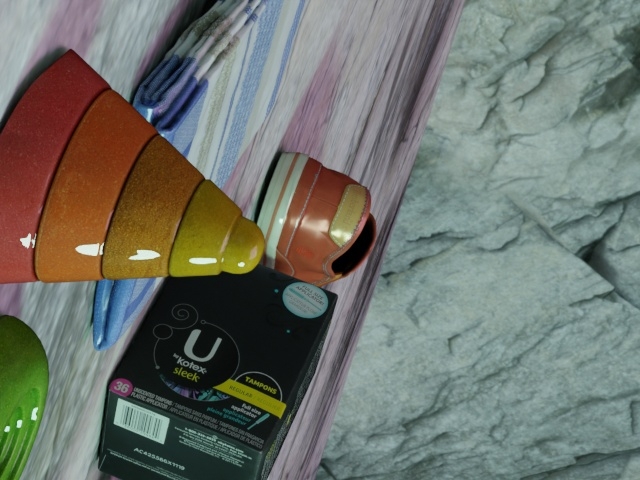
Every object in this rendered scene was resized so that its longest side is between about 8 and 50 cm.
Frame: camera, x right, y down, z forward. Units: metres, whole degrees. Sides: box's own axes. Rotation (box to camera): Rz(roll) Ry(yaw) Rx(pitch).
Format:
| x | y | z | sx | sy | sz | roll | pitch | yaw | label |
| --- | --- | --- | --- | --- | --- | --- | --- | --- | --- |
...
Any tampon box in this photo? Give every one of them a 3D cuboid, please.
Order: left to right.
| x | y | z | sx | sy | sz | roll | pitch | yaw | label |
| --- | --- | --- | --- | --- | --- | --- | --- | --- | --- |
| -0.075 | 0.102 | 1.412 | 0.101 | 0.120 | 0.161 | 105 | 8 | -48 | tampon box |

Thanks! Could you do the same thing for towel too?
| x | y | z | sx | sy | sz | roll | pitch | yaw | label |
| --- | --- | --- | --- | --- | --- | --- | --- | --- | --- |
| -0.071 | -0.086 | 1.244 | 0.285 | 0.034 | 0.209 | -61 | 172 | -46 | towel |

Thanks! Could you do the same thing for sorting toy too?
| x | y | z | sx | sy | sz | roll | pitch | yaw | label |
| --- | --- | --- | --- | --- | --- | --- | --- | --- | --- |
| -0.120 | 0.094 | 0.961 | 0.127 | 0.126 | 0.366 | -56 | 164 | -67 | sorting toy |

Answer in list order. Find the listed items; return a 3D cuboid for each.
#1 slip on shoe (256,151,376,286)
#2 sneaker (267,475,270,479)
| x | y | z | sx | sy | sz | roll | pitch | yaw | label |
| --- | --- | --- | --- | --- | --- | --- | --- | --- | --- |
| 0.000 | 0.000 | 1.853 | 0.331 | 0.101 | 0.123 | 90 | 19 | -77 | slip on shoe |
| -0.079 | 0.185 | 1.796 | 0.151 | 0.094 | 0.256 | 57 | 55 | -86 | sneaker |
